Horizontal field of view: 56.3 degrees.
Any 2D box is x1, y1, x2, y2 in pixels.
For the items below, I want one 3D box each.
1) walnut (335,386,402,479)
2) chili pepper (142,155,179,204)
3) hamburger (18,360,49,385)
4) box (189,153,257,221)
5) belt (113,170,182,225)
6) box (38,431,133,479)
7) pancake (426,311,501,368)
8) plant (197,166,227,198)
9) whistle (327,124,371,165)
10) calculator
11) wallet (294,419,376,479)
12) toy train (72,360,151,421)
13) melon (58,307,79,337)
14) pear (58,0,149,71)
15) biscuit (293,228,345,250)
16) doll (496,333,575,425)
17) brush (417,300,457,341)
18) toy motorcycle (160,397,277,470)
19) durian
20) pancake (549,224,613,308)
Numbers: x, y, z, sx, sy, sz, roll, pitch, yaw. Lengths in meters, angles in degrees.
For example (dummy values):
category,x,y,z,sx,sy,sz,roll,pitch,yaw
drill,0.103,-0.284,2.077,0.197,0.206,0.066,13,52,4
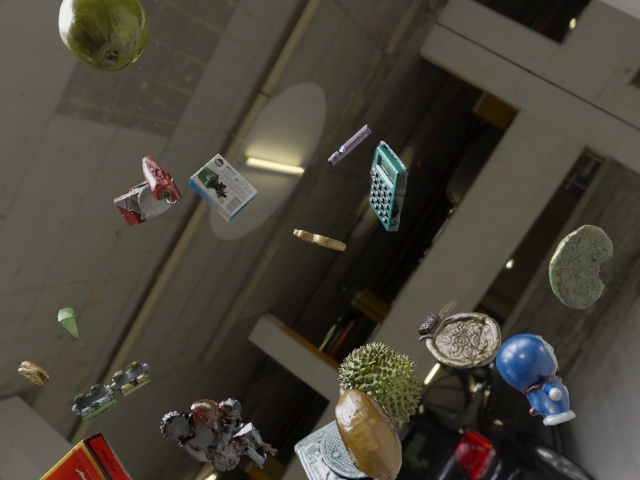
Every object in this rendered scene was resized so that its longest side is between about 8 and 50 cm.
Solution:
category,x,y,z,sx,sy,sz,roll,pitch,yaw
walnut,0.109,0.444,1.391,0.137,0.245,0.137,-17,-35,-12
chili pepper,-0.405,-0.156,1.483,0.059,0.268,0.050,-41,-45,3
hamburger,-0.788,0.366,1.647,0.076,0.083,0.044,110,-175,-57
box,-0.339,-0.183,2.088,0.139,0.194,0.073,-46,0,-22
belt,-0.621,-0.154,2.161,0.227,0.115,0.324,-32,17,-11
box,-0.543,0.562,1.335,0.240,0.153,0.074,-43,-17,15
pancake,0.472,0.328,1.977,0.250,0.250,0.031,-46,-45,-33
plant,-0.294,-0.158,1.669,0.051,0.102,0.051,-46,-4,-4
whistle,0.095,-0.307,1.941,0.176,0.033,0.033,-43,-16,-4
calculator,0.242,-0.196,2.215,0.058,0.248,0.273,-3,-55,-15
wallet,0.063,0.717,1.951,0.237,0.342,0.075,-25,-64,-10
toy train,-0.517,0.375,1.494,0.202,0.060,0.081,-30,-20,-19
melon,-0.921,0.297,2.219,0.053,0.113,0.262,-32,11,-18
pear,-0.530,-0.526,1.470,0.213,0.269,0.212,-17,-30,-10
biscuit,0.000,0.000,1.786,0.234,0.153,0.030,-163,88,-71
doll,0.592,0.372,1.615,0.161,0.256,0.215,-27,-18,-6
brush,0.306,0.199,1.557,0.043,0.036,0.248,-20,5,31
toy motorcycle,-0.252,0.562,1.700,0.207,0.401,0.134,-40,29,4
durian,0.171,0.443,1.786,0.225,0.291,0.291,-38,-23,-43
pancake,0.738,0.074,1.692,0.254,0.037,0.253,-7,-74,-26
